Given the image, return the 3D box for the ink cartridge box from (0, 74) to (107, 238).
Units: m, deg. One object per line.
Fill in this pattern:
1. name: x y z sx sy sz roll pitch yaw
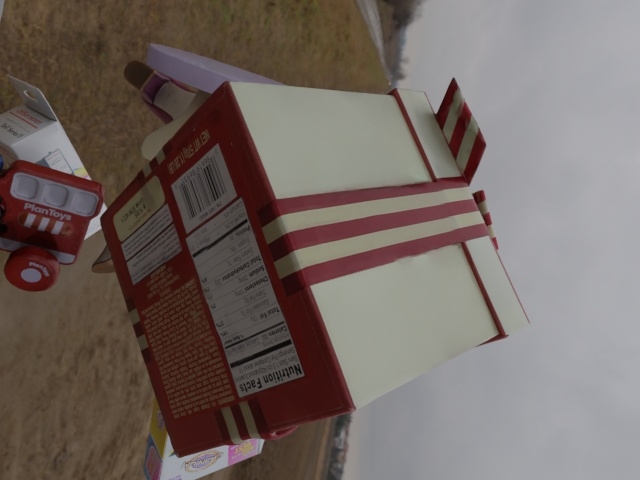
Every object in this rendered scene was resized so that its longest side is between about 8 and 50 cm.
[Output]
1. ink cartridge box: -0.641 -0.181 1.325 0.119 0.207 0.353 -39 135 -27

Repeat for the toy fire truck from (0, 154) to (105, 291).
1. toy fire truck: -0.607 -0.058 1.142 0.253 0.302 0.169 -57 -153 30

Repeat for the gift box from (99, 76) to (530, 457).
1. gift box: 0.000 0.000 0.494 0.258 0.255 0.276 -9 79 -46

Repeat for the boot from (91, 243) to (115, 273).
1. boot: -0.303 -0.003 0.870 0.042 0.119 0.086 21 58 -52

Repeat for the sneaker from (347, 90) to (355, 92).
1. sneaker: 0.076 -0.042 0.959 0.158 0.182 0.410 155 -64 -72

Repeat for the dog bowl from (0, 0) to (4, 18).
1. dog bowl: -0.532 -0.275 0.666 0.102 0.349 0.348 24 74 -66

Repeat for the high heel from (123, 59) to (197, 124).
1. high heel: -0.282 -0.273 1.329 0.127 0.377 0.181 -45 162 4

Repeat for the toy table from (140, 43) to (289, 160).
1. toy table: -0.129 -0.155 0.810 0.252 0.274 0.160 -14 125 -58

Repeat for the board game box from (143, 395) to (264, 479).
1. board game box: -0.199 0.325 1.104 0.064 0.242 0.316 45 -50 38
